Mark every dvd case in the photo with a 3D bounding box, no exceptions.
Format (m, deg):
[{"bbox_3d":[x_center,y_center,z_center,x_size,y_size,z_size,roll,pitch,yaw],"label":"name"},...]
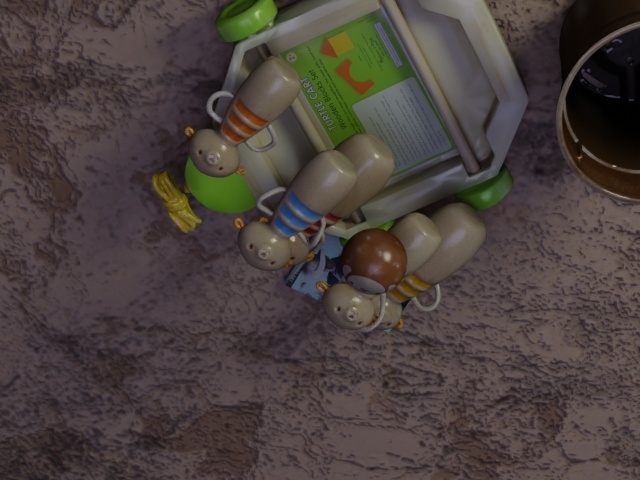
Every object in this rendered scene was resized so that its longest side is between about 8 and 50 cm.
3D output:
[{"bbox_3d":[0.036,0.034,1.452,0.119,0.013,0.087,27,117,-12],"label":"dvd case"}]

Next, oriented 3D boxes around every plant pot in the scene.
[{"bbox_3d":[0.275,-0.142,1.257,0.167,0.165,0.167,1,121,1],"label":"plant pot"}]

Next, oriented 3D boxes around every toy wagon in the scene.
[{"bbox_3d":[0.007,-0.111,1.340,0.344,0.068,0.267,-23,116,15],"label":"toy wagon"}]

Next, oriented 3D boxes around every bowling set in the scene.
[{"bbox_3d":[0.000,0.000,1.258,0.287,0.200,0.154,38,116,-14],"label":"bowling set"}]
